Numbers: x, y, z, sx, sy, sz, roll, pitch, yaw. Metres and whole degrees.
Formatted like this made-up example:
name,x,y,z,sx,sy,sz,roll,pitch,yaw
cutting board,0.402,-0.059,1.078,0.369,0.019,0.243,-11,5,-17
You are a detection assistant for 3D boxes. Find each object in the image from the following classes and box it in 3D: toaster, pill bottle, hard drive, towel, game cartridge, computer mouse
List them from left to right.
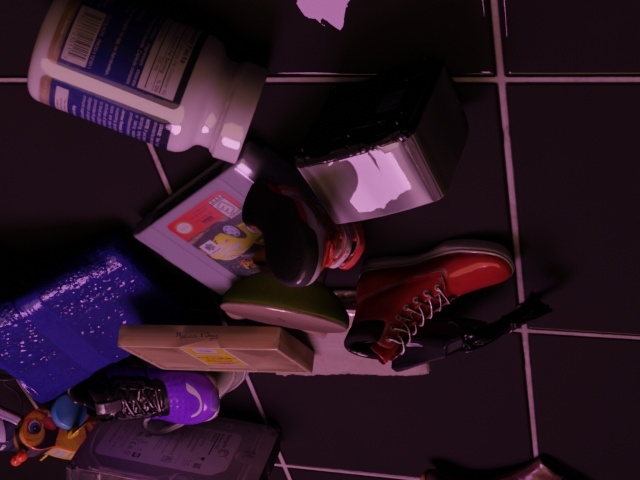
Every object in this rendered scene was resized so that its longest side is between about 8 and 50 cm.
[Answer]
name,x,y,z,sx,sy,sz,roll,pitch,yaw
towel,-0.394,0.124,1.778,0.308,0.076,0.227,-28,134,9
pill bottle,-0.205,-0.197,1.339,0.264,0.153,0.153,21,141,-6
hard drive,-0.261,0.396,2.009,0.339,0.237,0.064,10,116,10
game cartridge,-0.118,-0.020,1.604,0.196,0.060,0.294,33,139,-25
towel,0.028,0.151,1.761,0.282,0.049,0.187,-1,139,19
toaster,0.074,-0.115,1.313,0.168,0.186,0.110,-14,123,31
computer mouse,0.213,0.122,1.609,0.262,0.184,0.060,-29,84,62

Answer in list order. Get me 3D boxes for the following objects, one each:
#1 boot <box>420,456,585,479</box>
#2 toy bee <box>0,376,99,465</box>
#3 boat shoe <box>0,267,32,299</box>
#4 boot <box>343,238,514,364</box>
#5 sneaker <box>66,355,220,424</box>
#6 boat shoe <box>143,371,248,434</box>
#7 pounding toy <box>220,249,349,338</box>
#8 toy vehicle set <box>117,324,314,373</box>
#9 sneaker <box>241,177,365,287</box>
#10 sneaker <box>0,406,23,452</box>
name,x,y,z,sx,sy,sz,roll,pitch,yaw
boot,0.330,0.438,1.993,0.248,0.090,0.207,30,127,-14
toy bee,-0.530,0.381,2.144,0.298,0.162,0.195,18,143,-3
boat shoe,-0.492,0.118,1.866,0.116,0.123,0.324,-27,133,5
boot,0.152,0.095,1.547,0.244,0.176,0.088,-13,131,30
sneaker,-0.309,0.266,1.855,0.293,0.146,0.102,4,102,35
boat shoe,-0.217,0.265,1.944,0.109,0.094,0.302,30,139,-17
pounding toy,-0.046,0.064,1.580,0.183,0.110,0.237,12,169,-7
toy vehicle set,-0.161,0.171,1.729,0.267,0.035,0.166,0,161,17
sneaker,0.000,-0.001,1.383,0.145,0.270,0.090,18,103,-22
sneaker,-0.700,0.405,2.235,0.099,0.153,0.282,-25,126,40
